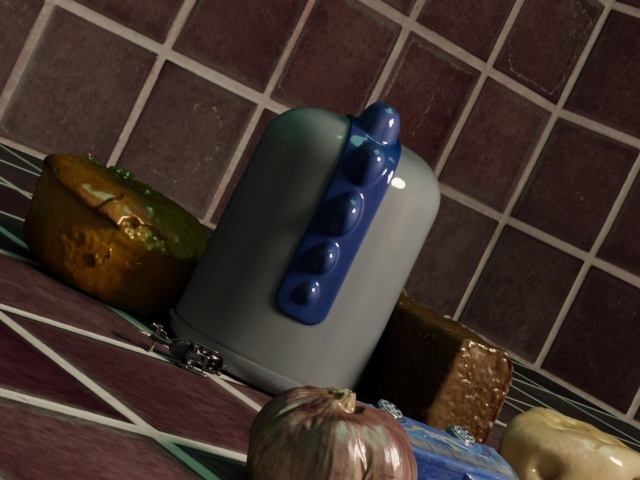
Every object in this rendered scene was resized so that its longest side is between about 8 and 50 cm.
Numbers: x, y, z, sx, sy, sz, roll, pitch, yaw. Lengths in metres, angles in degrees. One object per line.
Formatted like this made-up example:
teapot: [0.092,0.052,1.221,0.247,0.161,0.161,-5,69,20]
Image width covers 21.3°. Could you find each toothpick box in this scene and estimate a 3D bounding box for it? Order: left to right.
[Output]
toothpick box: [0.000,0.000,1.992,0.263,0.355,0.263,26,3,-1]

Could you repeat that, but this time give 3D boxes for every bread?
bread: [-0.247,-0.005,2.101,0.268,0.146,0.268,29,6,-3]
bread: [0.098,0.150,2.100,0.113,0.165,0.416,19,6,-23]

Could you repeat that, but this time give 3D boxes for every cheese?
cheese: [0.309,0.280,2.040,0.235,0.117,0.218,24,2,-18]

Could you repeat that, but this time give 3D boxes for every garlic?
garlic: [0.011,0.174,1.414,0.147,0.102,0.159,26,10,38]

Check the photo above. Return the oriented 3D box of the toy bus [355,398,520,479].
toy bus: [0.096,0.225,1.682,0.236,0.079,0.094,23,20,-39]

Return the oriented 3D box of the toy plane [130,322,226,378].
toy plane: [-0.149,0.118,1.836,0.120,0.031,0.049,27,-3,-21]
